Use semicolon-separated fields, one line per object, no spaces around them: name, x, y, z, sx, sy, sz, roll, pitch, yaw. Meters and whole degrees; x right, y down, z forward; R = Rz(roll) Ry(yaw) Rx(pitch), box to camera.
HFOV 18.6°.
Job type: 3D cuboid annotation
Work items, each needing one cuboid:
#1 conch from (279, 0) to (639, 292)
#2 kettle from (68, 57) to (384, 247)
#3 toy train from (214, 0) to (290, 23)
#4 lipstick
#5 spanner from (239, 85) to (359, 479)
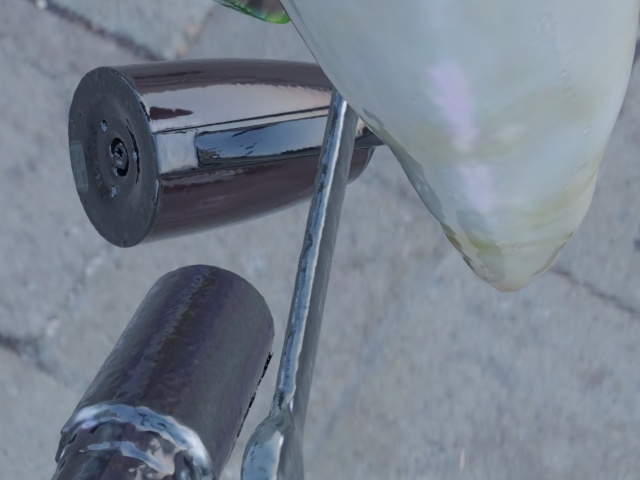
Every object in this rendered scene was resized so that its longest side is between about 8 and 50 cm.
conch;0.031;-0.069;0.367;0.094;0.176;0.104;-36;41;0
kettle;-0.058;-0.087;1.573;0.232;0.202;0.144;-12;91;-33
toy train;-0.101;-0.212;1.412;0.042;0.209;0.044;18;84;50
lipstick;-0.090;0.115;0.917;0.081;0.081;0.299;12;33;7
spanner;0.000;0.000;0.707;0.015;0.054;0.254;1;55;13
